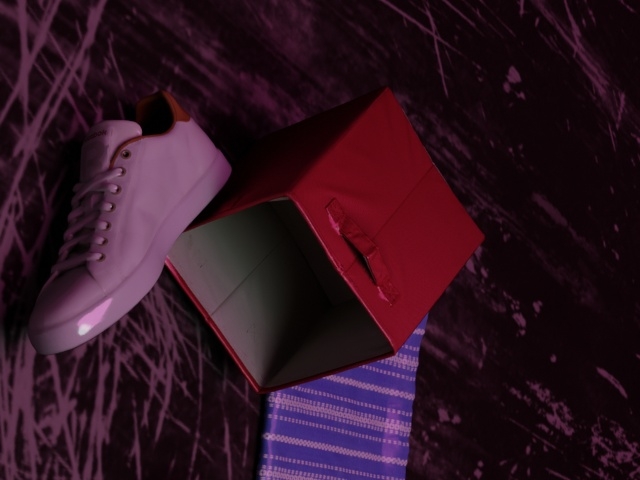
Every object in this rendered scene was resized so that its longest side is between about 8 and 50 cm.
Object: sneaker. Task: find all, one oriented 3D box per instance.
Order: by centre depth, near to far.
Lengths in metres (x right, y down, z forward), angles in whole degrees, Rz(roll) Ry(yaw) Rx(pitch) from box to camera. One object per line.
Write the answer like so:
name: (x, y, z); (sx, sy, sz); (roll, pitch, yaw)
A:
sneaker: (-0.187, -0.023, 1.551); (0.123, 0.106, 0.290); (57, 38, -22)

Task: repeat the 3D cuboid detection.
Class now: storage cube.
storage cube: (0.000, 0.000, 1.690); (0.184, 0.215, 0.193); (56, 46, -15)

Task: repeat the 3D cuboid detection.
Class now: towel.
towel: (0.025, 0.190, 1.868); (0.243, 0.040, 0.336); (19, 73, -51)
